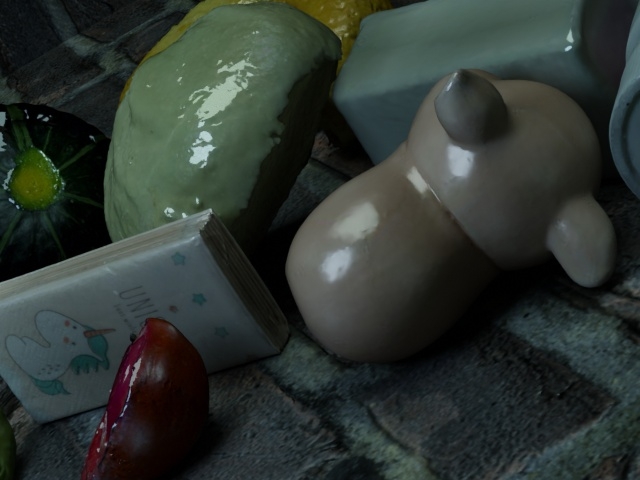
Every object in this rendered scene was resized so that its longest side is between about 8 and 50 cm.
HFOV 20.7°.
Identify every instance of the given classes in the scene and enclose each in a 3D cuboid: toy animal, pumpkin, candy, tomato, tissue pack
[{"bbox_3d":[0.117,-0.024,1.644,0.326,0.237,0.269,-44,13,-27],"label":"toy animal"},{"bbox_3d":[-0.365,-0.012,2.183,0.296,0.296,0.296,-25,20,10],"label":"pumpkin"},{"bbox_3d":[0.196,-0.153,1.838,0.358,0.208,0.145,-8,43,42],"label":"candy"},{"bbox_3d":[-0.162,0.173,1.699,0.173,0.099,0.189,-80,13,-47],"label":"tomato"},{"bbox_3d":[-0.209,0.085,1.855,0.325,0.170,0.071,-19,27,28],"label":"tissue pack"}]

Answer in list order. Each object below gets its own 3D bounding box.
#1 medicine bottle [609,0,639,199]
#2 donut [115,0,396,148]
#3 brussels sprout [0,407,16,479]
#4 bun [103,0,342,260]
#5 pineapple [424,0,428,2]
[{"bbox_3d":[0.396,-0.190,1.626,0.211,0.211,0.371,-16,30,32],"label":"medicine bottle"},{"bbox_3d":[-0.085,-0.215,2.300,0.435,0.163,0.377,-26,37,14],"label":"donut"},{"bbox_3d":[-0.397,0.223,1.849,0.155,0.117,0.155,-24,10,5],"label":"brussels sprout"},{"bbox_3d":[-0.128,-0.111,1.962,0.364,0.202,0.364,-63,-3,-7],"label":"bun"},{"bbox_3d":[0.256,-0.331,2.351,0.237,0.111,0.119,-2,64,36],"label":"pineapple"}]
